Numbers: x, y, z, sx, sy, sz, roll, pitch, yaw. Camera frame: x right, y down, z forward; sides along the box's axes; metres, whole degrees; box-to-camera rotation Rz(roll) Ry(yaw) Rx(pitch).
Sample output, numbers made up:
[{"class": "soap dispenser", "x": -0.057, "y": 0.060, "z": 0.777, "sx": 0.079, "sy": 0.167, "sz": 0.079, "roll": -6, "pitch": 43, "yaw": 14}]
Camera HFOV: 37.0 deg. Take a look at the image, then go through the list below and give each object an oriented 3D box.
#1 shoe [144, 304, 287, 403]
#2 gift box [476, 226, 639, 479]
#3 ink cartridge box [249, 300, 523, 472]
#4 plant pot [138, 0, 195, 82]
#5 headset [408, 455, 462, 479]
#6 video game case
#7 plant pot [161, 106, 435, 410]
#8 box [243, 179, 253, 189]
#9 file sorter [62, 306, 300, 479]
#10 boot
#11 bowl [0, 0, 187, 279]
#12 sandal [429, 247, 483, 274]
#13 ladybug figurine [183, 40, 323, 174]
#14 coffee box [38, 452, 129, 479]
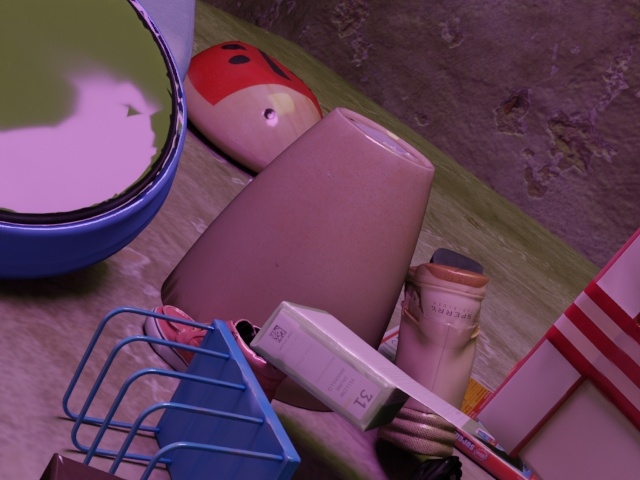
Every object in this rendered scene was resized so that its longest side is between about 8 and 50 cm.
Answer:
[{"class": "shoe", "x": -0.099, "y": 0.100, "z": 0.922, "sx": 0.063, "sy": 0.081, "sz": 0.178, "roll": 13, "pitch": 24, "yaw": -50}, {"class": "gift box", "x": 0.306, "y": 0.142, "z": 0.764, "sx": 0.276, "sy": 0.255, "sz": 0.258, "roll": 23, "pitch": 22, "yaw": -52}, {"class": "ink cartridge box", "x": 0.064, "y": 0.142, "z": 0.837, "sx": 0.235, "sy": 0.056, "sz": 0.171, "roll": 37, "pitch": 1, "yaw": 14}, {"class": "plant pot", "x": -0.304, "y": -0.194, "z": 1.170, "sx": 0.247, "sy": 0.248, "sz": 0.252, "roll": 22, "pitch": 33, "yaw": -31}, {"class": "headset", "x": 0.208, "y": 0.317, "z": 0.830, "sx": 0.394, "sy": 0.185, "sz": 0.243, "roll": 43, "pitch": 7, "yaw": -21}, {"class": "video game case", "x": 0.183, "y": 0.214, "z": 1.225, "sx": 0.285, "sy": 0.025, "sz": 0.204, "roll": 36, "pitch": 15, "yaw": 15}, {"class": "plant pot", "x": 0.000, "y": 0.000, "z": 1.064, "sx": 0.256, "sy": 0.274, "sz": 0.256, "roll": 29, "pitch": 15, "yaw": -9}, {"class": "box", "x": -0.019, "y": -0.042, "z": 1.552, "sx": 0.063, "sy": 0.067, "sz": 0.324, "roll": 41, "pitch": 16, "yaw": 26}, {"class": "file sorter", "x": -0.112, "y": 0.143, "z": 0.701, "sx": 0.104, "sy": 0.118, "sz": 0.170, "roll": 18, "pitch": 20, "yaw": -33}, {"class": "boot", "x": 0.123, "y": 0.135, "z": 1.070, "sx": 0.095, "sy": 0.204, "sz": 0.262, "roll": 13, "pitch": -5, "yaw": 2}, {"class": "bowl", "x": -0.309, "y": -0.153, "z": 0.921, "sx": 0.391, "sy": 0.077, "sz": 0.391, "roll": 18, "pitch": 54, "yaw": -26}, {"class": "sandal", "x": 0.228, "y": 0.077, "z": 1.712, "sx": 0.097, "sy": 0.055, "sz": 0.254, "roll": 27, "pitch": 24, "yaw": 8}, {"class": "ladybug figurine", "x": -0.128, "y": -0.266, "z": 1.853, "sx": 0.305, "sy": 0.162, "sz": 0.449, "roll": 21, "pitch": 18, "yaw": -33}, {"class": "coffee box", "x": -0.037, "y": 0.252, "z": 0.501, "sx": 0.297, "sy": 0.119, "sz": 0.168, "roll": 27, "pitch": 17, "yaw": -19}]
